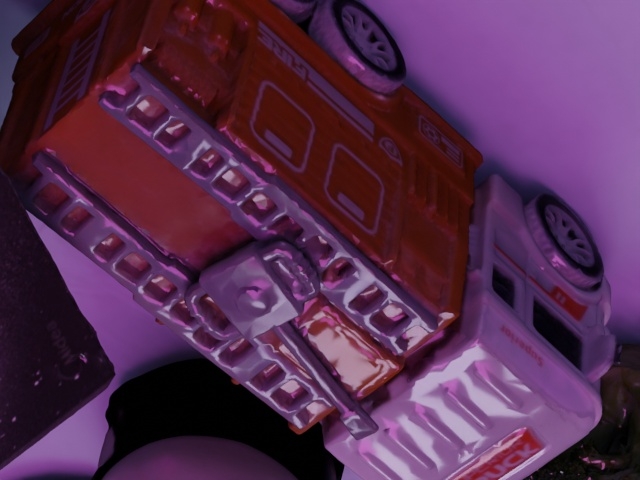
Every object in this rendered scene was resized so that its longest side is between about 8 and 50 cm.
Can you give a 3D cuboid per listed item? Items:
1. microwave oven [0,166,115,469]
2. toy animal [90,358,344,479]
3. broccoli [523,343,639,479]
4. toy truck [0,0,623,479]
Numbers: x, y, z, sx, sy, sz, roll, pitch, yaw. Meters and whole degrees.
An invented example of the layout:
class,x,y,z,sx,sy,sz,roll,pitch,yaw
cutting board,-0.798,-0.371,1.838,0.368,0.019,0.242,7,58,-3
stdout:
class,x,y,z,sx,sy,sz,roll,pitch,yaw
microwave oven,-0.360,-0.063,1.015,0.236,0.374,0.432,-38,122,-23
toy animal,-0.069,0.196,1.244,0.165,0.235,0.187,-4,117,4
broccoli,0.191,0.152,1.247,0.195,0.195,0.156,13,105,-4
toy truck,0.000,0.000,1.126,0.387,0.207,0.173,40,119,-21
